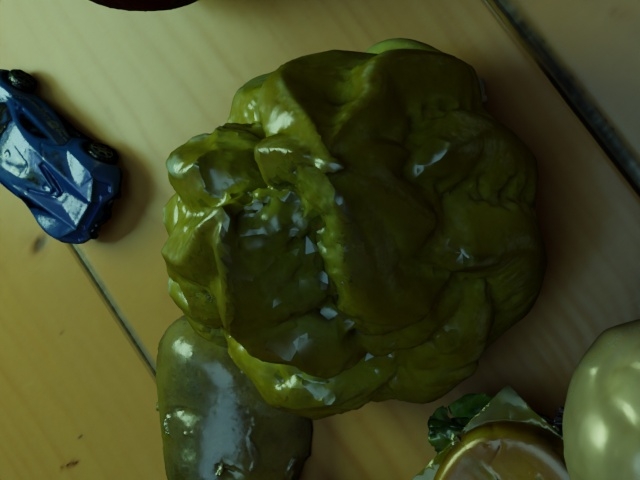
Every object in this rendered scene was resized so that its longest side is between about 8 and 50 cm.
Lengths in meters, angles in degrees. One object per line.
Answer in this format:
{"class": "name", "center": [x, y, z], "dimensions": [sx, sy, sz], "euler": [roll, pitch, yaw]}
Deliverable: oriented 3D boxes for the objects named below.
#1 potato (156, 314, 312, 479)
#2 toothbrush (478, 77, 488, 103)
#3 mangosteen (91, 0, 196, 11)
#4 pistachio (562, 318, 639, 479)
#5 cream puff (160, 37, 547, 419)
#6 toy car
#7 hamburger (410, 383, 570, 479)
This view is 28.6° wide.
{"class": "potato", "center": [-0.097, 0.163, 1.137], "dimensions": [0.164, 0.081, 0.200], "euler": [-9, 88, 29]}
{"class": "toothbrush", "center": [0.022, -0.108, 1.078], "dimensions": [0.257, 0.018, 0.024], "euler": [-8, 89, 28]}
{"class": "mangosteen", "center": [-0.170, -0.305, 1.023], "dimensions": [0.236, 0.261, 0.235], "euler": [4, 99, 29]}
{"class": "pistachio", "center": [0.288, 0.180, 0.868], "dimensions": [0.187, 0.187, 0.299], "euler": [-31, 104, 27]}
{"class": "cream puff", "center": [-0.001, 0.001, 0.963], "dimensions": [0.325, 0.257, 0.291], "euler": [-11, 91, 29]}
{"class": "toy car", "center": [-0.283, -0.086, 1.216], "dimensions": [0.216, 0.063, 0.103], "euler": [40, 112, 18]}
{"class": "hamburger", "center": [0.161, 0.204, 0.995], "dimensions": [0.164, 0.093, 0.189], "euler": [-37, 80, 24]}
